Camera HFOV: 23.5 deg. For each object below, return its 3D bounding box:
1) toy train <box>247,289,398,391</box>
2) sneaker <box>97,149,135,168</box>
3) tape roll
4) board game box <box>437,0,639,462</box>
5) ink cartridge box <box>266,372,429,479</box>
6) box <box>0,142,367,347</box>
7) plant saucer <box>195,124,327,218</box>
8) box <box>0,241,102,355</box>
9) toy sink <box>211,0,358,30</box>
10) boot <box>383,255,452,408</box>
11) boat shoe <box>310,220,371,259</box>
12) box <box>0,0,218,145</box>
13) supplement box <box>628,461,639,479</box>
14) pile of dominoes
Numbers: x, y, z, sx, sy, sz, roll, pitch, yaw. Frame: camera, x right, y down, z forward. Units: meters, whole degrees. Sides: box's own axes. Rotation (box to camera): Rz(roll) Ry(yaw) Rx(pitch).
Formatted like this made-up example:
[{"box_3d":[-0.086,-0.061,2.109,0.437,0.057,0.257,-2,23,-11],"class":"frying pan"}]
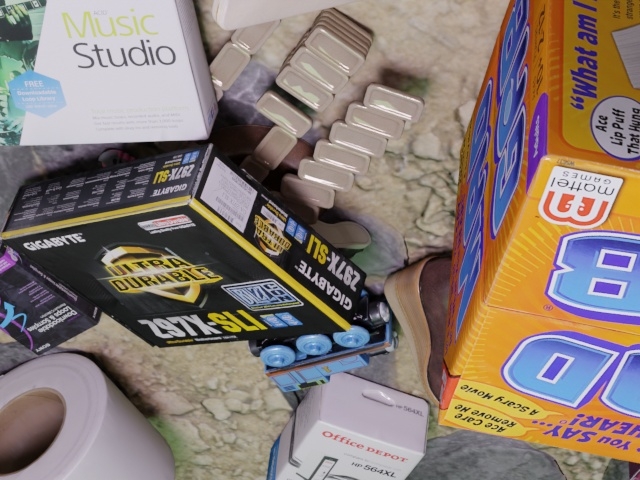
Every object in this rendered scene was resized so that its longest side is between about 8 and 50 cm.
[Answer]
[{"box_3d":[0.008,0.116,1.815,0.184,0.080,0.105,-17,142,23],"class":"toy train"},{"box_3d":[-0.210,-0.052,1.693,0.057,0.047,0.119,-13,134,38],"class":"sneaker"},{"box_3d":[-0.328,0.286,1.933,0.246,0.246,0.169,-14,134,24],"class":"tape roll"},{"box_3d":[0.324,-0.043,1.370,0.356,0.356,0.356,12,138,-3],"class":"board game box"},{"box_3d":[0.032,0.269,1.970,0.148,0.086,0.203,19,138,-11],"class":"ink cartridge box"},{"box_3d":[-0.150,0.017,1.654,0.322,0.079,0.257,-8,145,42],"class":"box"},{"box_3d":[-0.069,-0.056,1.671,0.168,0.029,0.168,5,137,5],"class":"plant saucer"},{"box_3d":[-0.361,0.070,1.860,0.116,0.029,0.162,-28,128,34],"class":"box"},{"box_3d":[-0.003,-0.268,1.124,0.234,0.131,0.153,-21,147,-37],"class":"toy sink"},{"box_3d":[0.198,0.119,1.726,0.207,0.090,0.248,-9,124,45],"class":"boot"},{"box_3d":[0.000,0.000,1.679,0.125,0.046,0.038,1,140,-46],"class":"boat shoe"},{"box_3d":[-0.241,-0.232,1.462,0.232,0.058,0.322,-2,130,12],"class":"box"},{"box_3d":[0.401,0.179,1.729,0.081,0.188,0.104,15,138,-7],"class":"supplement box"},{"box_3d":[-0.030,-0.129,1.566,0.196,0.040,0.251,33,134,-12],"class":"pile of dominoes"}]
